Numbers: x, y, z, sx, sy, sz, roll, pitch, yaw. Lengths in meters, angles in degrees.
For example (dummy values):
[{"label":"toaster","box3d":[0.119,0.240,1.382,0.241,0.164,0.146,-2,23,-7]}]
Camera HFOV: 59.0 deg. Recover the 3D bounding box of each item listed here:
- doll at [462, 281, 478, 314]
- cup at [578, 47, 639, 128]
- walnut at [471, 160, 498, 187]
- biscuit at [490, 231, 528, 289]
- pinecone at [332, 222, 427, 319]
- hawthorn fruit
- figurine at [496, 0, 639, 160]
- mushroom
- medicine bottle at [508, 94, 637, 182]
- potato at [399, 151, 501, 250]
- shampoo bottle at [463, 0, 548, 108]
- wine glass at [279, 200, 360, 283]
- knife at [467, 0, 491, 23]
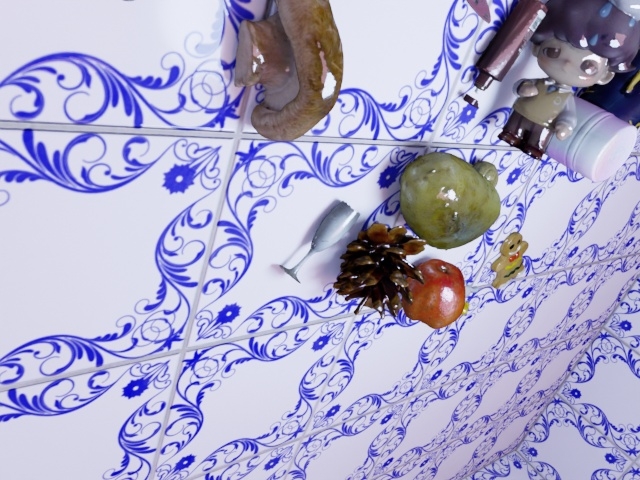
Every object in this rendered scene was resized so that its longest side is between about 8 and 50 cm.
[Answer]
[{"label":"doll","box3d":[0.430,0.179,1.754,0.135,0.071,0.113,21,101,-44]},{"label":"cup","box3d":[0.800,-0.410,1.470,0.256,0.178,0.255,-42,137,-1]},{"label":"walnut","box3d":[0.402,-0.156,1.412,0.092,0.092,0.092,-24,137,-25]},{"label":"biscuit","box3d":[0.623,0.064,1.845,0.158,0.035,0.240,-36,141,-15]},{"label":"pinecone","box3d":[0.137,0.076,1.287,0.228,0.203,0.201,99,14,-57]},{"label":"hawthorn fruit","box3d":[0.309,0.142,1.530,0.189,0.189,0.189,-24,137,-25]},{"label":"figurine","box3d":[0.514,-0.366,1.210,0.206,0.218,0.364,24,103,-53]},{"label":"mushroom","box3d":[-0.031,-0.271,0.864,0.156,0.151,0.285,-17,134,-33]},{"label":"medicine bottle","box3d":[0.594,-0.261,1.348,0.152,0.254,0.152,-23,137,-24]},{"label":"potato","box3d":[0.285,-0.090,1.288,0.210,0.173,0.307,-35,143,19]},{"label":"shampoo bottle","box3d":[0.383,-0.393,1.196,0.068,0.067,0.236,23,109,-30]},{"label":"wine glass","box3d":[0.000,0.000,1.209,0.198,0.066,0.066,-48,142,2]},{"label":"knife","box3d":[0.277,-0.479,1.065,0.247,0.018,0.035,19,107,-51]}]
